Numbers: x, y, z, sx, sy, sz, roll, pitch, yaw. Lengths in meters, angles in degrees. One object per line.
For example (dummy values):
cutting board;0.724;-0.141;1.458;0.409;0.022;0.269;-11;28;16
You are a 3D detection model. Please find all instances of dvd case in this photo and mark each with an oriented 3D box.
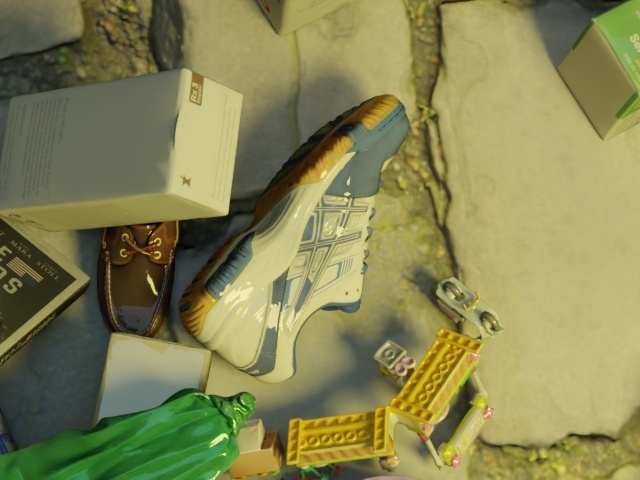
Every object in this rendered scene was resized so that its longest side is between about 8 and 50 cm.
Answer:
dvd case;-0.334;0.038;1.660;0.179;0.029;0.238;39;37;4

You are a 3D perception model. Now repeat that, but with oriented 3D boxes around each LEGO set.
LEGO set;0.060;0.168;1.723;0.287;0.107;0.132;-36;48;-7

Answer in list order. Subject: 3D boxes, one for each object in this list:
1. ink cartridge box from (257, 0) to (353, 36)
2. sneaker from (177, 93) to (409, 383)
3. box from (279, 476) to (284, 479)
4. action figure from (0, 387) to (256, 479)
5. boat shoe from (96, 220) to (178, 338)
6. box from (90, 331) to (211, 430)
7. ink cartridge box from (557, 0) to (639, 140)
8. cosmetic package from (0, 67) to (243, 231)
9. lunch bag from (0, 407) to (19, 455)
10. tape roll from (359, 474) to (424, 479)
ink cartridge box;-0.031;-0.346;1.709;0.131;0.306;0.226;-29;81;-10
sneaker;0.000;0.000;1.749;0.131;0.112;0.296;42;78;-13
box;-0.015;0.389;1.521;0.295;0.073;0.293;37;64;20
action figure;-0.155;0.192;1.584;0.232;0.063;0.137;-29;79;-7
boat shoe;-0.168;-0.008;1.738;0.073;0.073;0.207;3;78;-7
box;-0.166;0.228;1.664;0.094;0.113;0.275;11;77;-2
ink cartridge box;0.350;-0.198;1.787;0.212;0.154;0.093;-30;81;-11
cosmetic package;-0.182;-0.077;1.677;0.231;0.085;0.117;-3;75;39
lunch bag;-0.410;0.230;1.641;0.303;0.115;0.243;-24;82;-11
tape roll;0.061;0.307;1.682;0.189;0.080;0.189;1;77;-4
